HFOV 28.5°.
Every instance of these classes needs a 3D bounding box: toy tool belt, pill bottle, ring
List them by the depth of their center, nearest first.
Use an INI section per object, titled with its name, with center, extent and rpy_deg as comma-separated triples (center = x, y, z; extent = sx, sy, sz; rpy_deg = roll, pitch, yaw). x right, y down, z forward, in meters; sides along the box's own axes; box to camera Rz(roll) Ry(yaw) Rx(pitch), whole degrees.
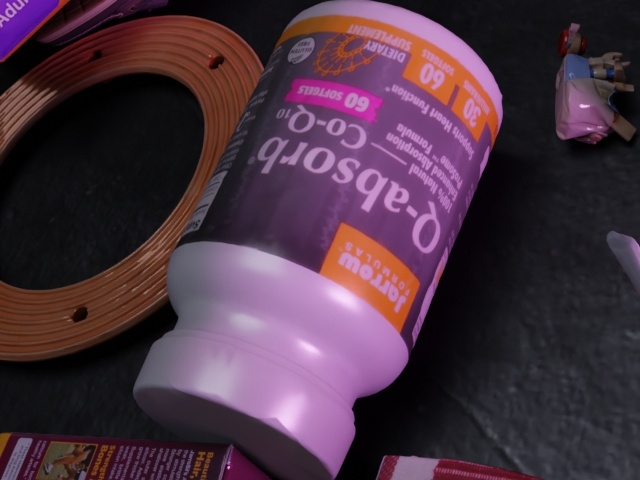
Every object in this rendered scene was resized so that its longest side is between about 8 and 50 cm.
[pill bottle]
center = 0.000, 0.000, 0.795
extent = 0.162, 0.162, 0.278
rpy_deg = 6, 61, 34
[toy tool belt]
center = 0.186, -0.104, 0.847
extent = 0.051, 0.052, 0.083
rpy_deg = 8, 60, -2
[ring]
center = -0.184, -0.047, 1.028
extent = 0.337, 0.032, 0.336
rpy_deg = -15, 51, 19

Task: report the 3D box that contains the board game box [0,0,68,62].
[board game box]
center = -0.307, -0.425, 1.096
extent = 0.356, 0.356, 0.356
rpy_deg = -46, 29, -6

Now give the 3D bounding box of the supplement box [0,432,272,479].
[supplement box]
center = -0.127, 0.185, 0.788
extent = 0.188, 0.081, 0.104
rpy_deg = -2, 56, 30

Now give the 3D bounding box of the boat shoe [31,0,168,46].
[boat shoe]
center = -0.161, -0.237, 1.123
extent = 0.224, 0.073, 0.080
rpy_deg = -35, 51, 15

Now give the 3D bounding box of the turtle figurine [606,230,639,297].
[turtle figurine]
center = 0.231, 0.115, 0.501
extent = 0.266, 0.198, 0.274
rpy_deg = 14, 71, 34

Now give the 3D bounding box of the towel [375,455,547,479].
[towel]
center = 0.136, 0.244, 0.624
extent = 0.329, 0.037, 0.237
rpy_deg = 8, 62, 35
